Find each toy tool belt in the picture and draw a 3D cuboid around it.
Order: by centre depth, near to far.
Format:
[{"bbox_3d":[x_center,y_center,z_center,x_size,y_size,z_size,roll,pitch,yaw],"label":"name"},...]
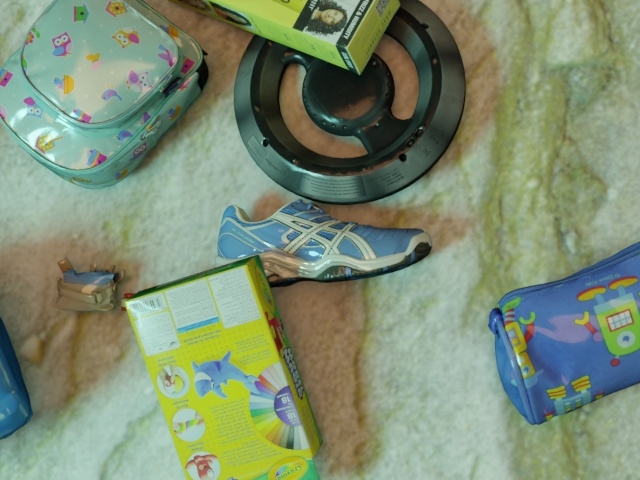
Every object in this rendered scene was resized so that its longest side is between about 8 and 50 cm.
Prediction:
[{"bbox_3d":[-0.216,0.043,1.429,0.083,0.052,0.051,1,90,5],"label":"toy tool belt"}]

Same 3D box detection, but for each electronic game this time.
[{"bbox_3d":[0.027,-0.145,1.432,0.229,0.048,0.229,-3,74,10],"label":"electronic game"}]

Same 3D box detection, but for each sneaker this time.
[{"bbox_3d":[0.000,0.000,1.397,0.211,0.080,0.081,-4,84,4],"label":"sneaker"}]

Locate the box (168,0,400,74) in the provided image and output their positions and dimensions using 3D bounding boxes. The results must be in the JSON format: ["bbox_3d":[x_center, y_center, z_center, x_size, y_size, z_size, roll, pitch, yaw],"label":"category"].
[{"bbox_3d":[-0.045,-0.243,1.420,0.232,0.058,0.087,25,78,24],"label":"box"}]

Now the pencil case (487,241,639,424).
[{"bbox_3d":[0.300,0.056,1.336,0.306,0.119,0.133,-24,97,2],"label":"pencil case"}]

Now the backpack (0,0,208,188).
[{"bbox_3d":[-0.219,-0.150,1.414,0.166,0.144,0.188,39,90,5],"label":"backpack"}]

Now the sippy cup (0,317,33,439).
[{"bbox_3d":[-0.397,0.133,1.358,0.224,0.305,0.240,-22,51,-9],"label":"sippy cup"}]

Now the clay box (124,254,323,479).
[{"bbox_3d":[-0.084,0.138,1.371,0.127,0.053,0.222,-17,97,13],"label":"clay box"}]
